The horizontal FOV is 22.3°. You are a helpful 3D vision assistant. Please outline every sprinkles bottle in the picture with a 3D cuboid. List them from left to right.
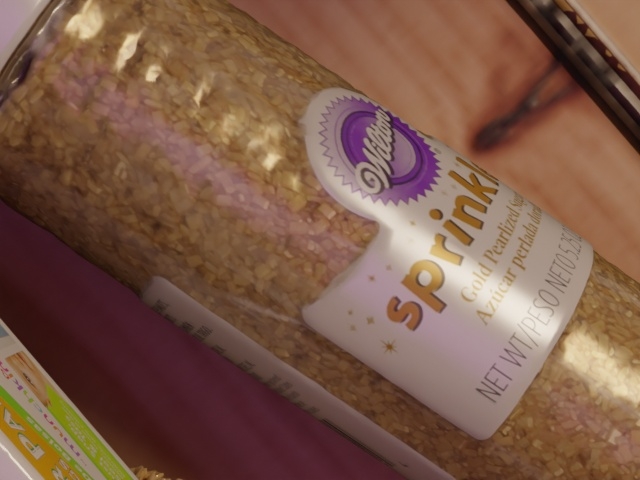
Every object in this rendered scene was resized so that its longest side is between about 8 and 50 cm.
[{"bbox_3d":[0.000,0.000,0.624,0.355,0.121,0.121,34,89,-4],"label":"sprinkles bottle"}]

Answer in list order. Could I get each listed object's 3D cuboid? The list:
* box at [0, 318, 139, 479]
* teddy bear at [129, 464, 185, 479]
[{"bbox_3d":[-0.110,0.107,0.509,0.103,0.114,0.203,-41,92,1],"label":"box"},{"bbox_3d":[-0.168,0.135,0.621,0.245,0.113,0.338,-43,91,3],"label":"teddy bear"}]
